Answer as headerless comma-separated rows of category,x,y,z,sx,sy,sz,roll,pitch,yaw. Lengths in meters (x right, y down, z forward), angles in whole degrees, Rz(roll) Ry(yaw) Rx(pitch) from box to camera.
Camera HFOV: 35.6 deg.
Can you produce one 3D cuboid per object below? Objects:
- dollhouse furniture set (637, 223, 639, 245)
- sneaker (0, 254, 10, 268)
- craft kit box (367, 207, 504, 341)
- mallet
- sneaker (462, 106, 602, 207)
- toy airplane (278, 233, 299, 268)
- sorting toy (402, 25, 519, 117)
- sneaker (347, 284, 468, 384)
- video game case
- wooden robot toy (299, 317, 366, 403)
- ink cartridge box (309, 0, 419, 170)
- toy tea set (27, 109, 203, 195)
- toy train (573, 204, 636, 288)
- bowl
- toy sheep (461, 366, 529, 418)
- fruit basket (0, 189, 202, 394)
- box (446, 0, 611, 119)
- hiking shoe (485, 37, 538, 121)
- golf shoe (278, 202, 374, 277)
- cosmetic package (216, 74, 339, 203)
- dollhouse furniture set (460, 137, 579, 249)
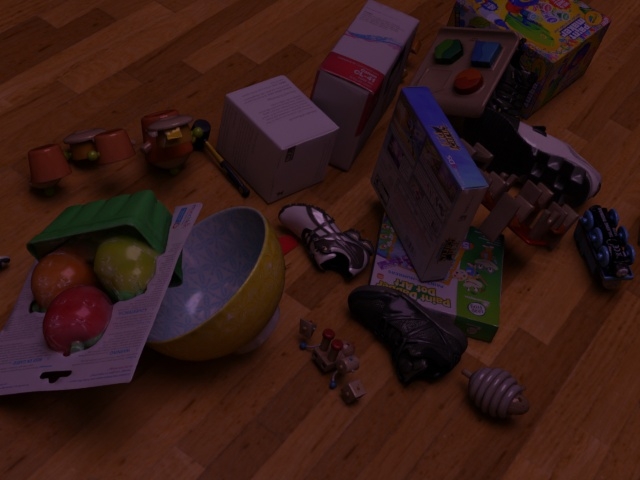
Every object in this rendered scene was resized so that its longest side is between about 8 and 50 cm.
dollhouse furniture set,0.811,-0.033,2.073,0.242,0.161,0.212,20,46,4
sneaker,-0.563,0.055,1.699,0.083,0.032,0.037,-30,75,-30
craft kit box,0.220,0.057,1.900,0.250,0.061,0.246,15,48,-2
mallet,-0.198,-0.166,1.981,0.039,0.062,0.189,-25,59,-36
sneaker,0.460,-0.185,2.166,0.330,0.122,0.146,39,32,21
toy airplane,-0.112,0.003,1.871,0.151,0.028,0.151,9,45,-9
sorting toy,0.269,-0.391,2.244,0.307,0.041,0.229,13,66,37
sneaker,0.138,0.166,1.748,0.228,0.087,0.130,32,41,7
video game case,0.192,-0.105,1.835,0.061,0.244,0.269,-8,51,-21
wooden robot toy,0.037,0.192,1.712,0.079,0.076,0.173,-14,52,-40
ink cartridge box,0.081,-0.330,2.101,0.131,0.226,0.306,25,47,8
toy tea set,-0.382,-0.152,1.889,0.336,0.124,0.200,-14,16,-4
toy train,0.570,0.015,2.000,0.080,0.105,0.184,-4,48,-7
bowl,-0.158,0.098,1.659,0.156,0.289,0.289,47,35,-31
toy sheep,0.299,0.258,1.713,0.132,0.091,0.091,26,45,28
fruit basket,-0.362,0.096,1.584,0.327,0.165,0.353,-10,50,28
box,0.486,-0.482,2.393,0.279,0.177,0.290,38,49,18
hiking shoe,0.428,-0.333,2.223,0.086,0.114,0.226,-9,89,-46
golf shoe,0.000,0.000,1.872,0.198,0.077,0.094,26,48,9
cosmetic package,-0.088,-0.203,1.986,0.151,0.151,0.183,-26,60,-34
dollhouse furniture set,0.343,-0.073,1.978,0.262,0.135,0.259,5,35,-52
